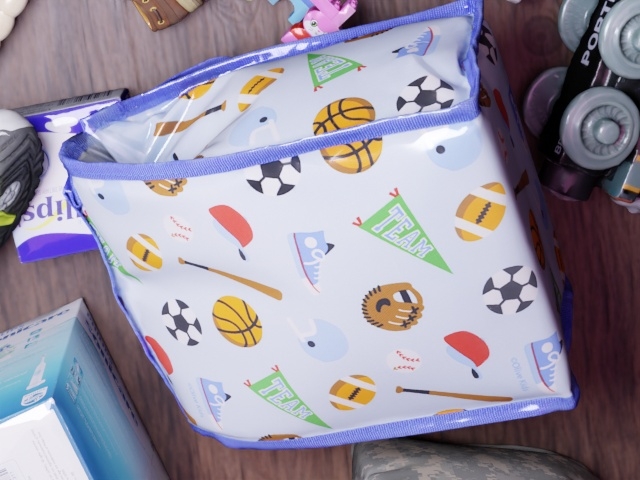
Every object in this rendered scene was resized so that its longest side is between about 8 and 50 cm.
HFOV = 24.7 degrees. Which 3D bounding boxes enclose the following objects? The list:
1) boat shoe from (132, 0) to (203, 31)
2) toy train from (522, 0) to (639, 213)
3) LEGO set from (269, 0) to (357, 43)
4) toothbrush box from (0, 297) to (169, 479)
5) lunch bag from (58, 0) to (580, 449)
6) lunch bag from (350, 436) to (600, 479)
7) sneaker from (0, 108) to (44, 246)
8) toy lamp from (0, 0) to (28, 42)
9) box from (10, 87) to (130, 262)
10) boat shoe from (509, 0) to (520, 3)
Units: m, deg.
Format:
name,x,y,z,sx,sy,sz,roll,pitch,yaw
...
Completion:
name,x,y,z,sx,sy,sz,roll,pitch,yaw
boat shoe,-0.173,-0.239,1.288,0.060,0.064,0.178,-41,144,9
toy train,0.321,-0.180,1.349,0.190,0.142,0.334,17,102,-18
LEGO set,-0.046,-0.271,1.314,0.227,0.087,0.093,43,112,-13
toothbrush box,-0.235,0.205,1.312,0.126,0.295,0.216,-23,105,3
lunch bag,0.000,0.000,1.280,0.385,0.239,0.328,-14,119,16
lunch bag,0.172,0.291,1.396,0.287,0.235,0.169,5,98,-5
sneaker,-0.401,0.010,1.302,0.384,0.145,0.147,-43,83,18
toy lamp,-0.268,-0.233,1.316,0.080,0.080,0.275,33,102,-11
box,-0.229,-0.061,1.362,0.126,0.072,0.137,-11,105,-1
boat shoe,0.229,-0.336,1.320,0.088,0.096,0.267,33,100,-15
